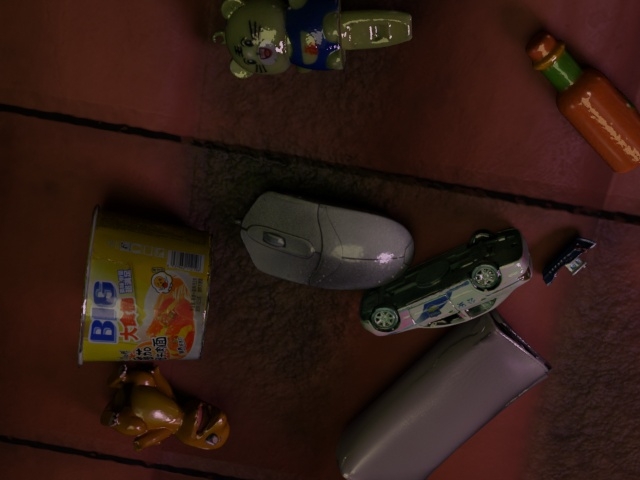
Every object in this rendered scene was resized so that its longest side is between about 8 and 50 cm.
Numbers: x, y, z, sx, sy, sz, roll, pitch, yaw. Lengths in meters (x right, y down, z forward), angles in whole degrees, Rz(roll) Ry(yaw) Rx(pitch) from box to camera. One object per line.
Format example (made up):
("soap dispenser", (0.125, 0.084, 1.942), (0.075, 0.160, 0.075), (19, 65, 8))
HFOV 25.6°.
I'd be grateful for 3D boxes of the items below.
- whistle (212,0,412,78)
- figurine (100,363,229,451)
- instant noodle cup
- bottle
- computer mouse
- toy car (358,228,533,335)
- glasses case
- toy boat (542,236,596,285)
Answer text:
("whistle", (-0.010, -0.234, 1.592), (0.228, 0.085, 0.105), (-1, 127, 6))
("figurine", (-0.209, 0.241, 1.871), (0.176, 0.121, 0.122), (17, 147, -14))
("instant noodle cup", (-0.211, 0.058, 1.714), (0.153, 0.205, 0.205), (4, 118, -6))
("bottle", (0.305, -0.162, 1.607), (0.069, 0.069, 0.187), (-39, 107, 22))
("computer mouse", (0.001, 0.002, 1.716), (0.229, 0.068, 0.113), (8, 111, 6))
("toy car", (0.155, 0.061, 1.729), (0.224, 0.090, 0.076), (-24, 115, 17))
("glasses case", (0.158, 0.208, 1.812), (0.128, 0.083, 0.308), (36, 116, -19))
("toy boat", (0.305, 0.027, 1.725), (0.038, 0.038, 0.083), (38, 115, -13))
